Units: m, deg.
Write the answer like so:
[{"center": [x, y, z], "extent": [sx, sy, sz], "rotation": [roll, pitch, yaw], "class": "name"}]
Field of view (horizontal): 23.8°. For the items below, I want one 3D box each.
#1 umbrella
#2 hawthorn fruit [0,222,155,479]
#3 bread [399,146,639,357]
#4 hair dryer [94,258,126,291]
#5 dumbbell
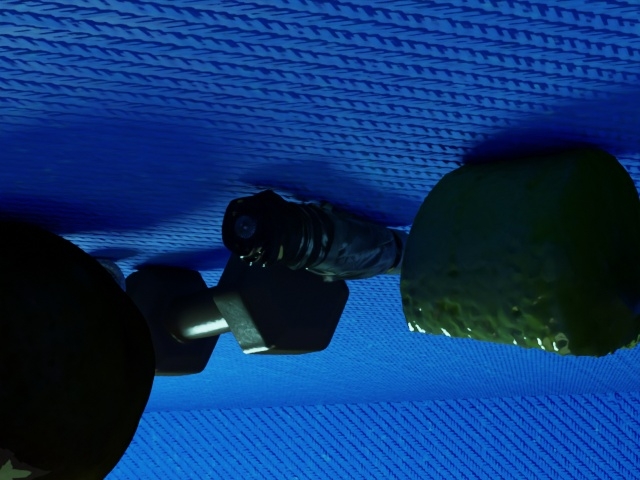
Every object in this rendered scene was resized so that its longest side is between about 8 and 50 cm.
[{"center": [0.000, 0.000, 0.943], "extent": [0.050, 0.046, 0.188], "rotation": [-15, 169, 28], "class": "umbrella"}, {"center": [-0.206, 0.078, 0.990], "extent": [0.208, 0.208, 0.248], "rotation": [-5, -174, 21], "class": "hawthorn fruit"}, {"center": [0.114, 0.008, 0.811], "extent": [0.114, 0.111, 0.129], "rotation": [-2, 173, 30], "class": "bread"}, {"center": [-0.256, 0.059, 1.135], "extent": [0.183, 0.044, 0.155], "rotation": [-13, 175, -33], "class": "hair dryer"}, {"center": [-0.074, 0.050, 1.102], "extent": [0.082, 0.092, 0.231], "rotation": [36, 152, -24], "class": "dumbbell"}]
